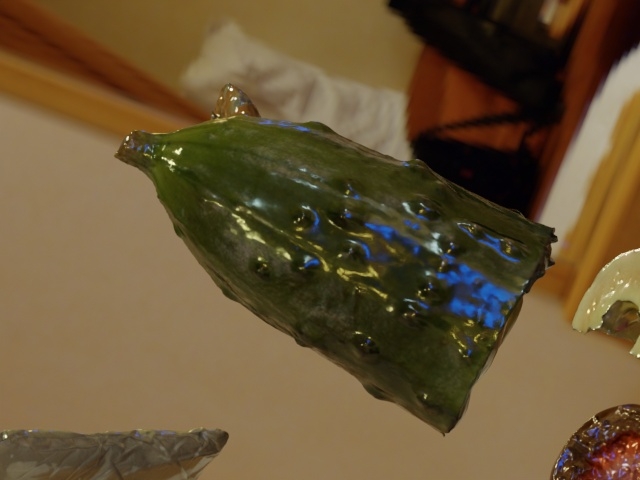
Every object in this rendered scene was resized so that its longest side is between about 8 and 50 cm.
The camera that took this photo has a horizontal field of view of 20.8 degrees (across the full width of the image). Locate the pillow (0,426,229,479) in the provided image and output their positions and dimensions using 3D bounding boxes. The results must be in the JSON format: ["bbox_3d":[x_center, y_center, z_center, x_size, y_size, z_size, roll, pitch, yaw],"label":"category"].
[{"bbox_3d":[-0.263,0.278,1.755,0.280,0.274,0.076,-56,49,32],"label":"pillow"}]

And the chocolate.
[{"bbox_3d":[0.282,0.223,1.664,0.127,0.133,0.124,86,176,-49],"label":"chocolate"}]

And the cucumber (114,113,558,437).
[{"bbox_3d":[0.000,-0.001,0.960,0.134,0.244,0.134,-62,-2,-3],"label":"cucumber"}]

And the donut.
[{"bbox_3d":[0.300,0.062,1.553,0.108,0.065,0.166,-66,27,6],"label":"donut"}]

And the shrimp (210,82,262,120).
[{"bbox_3d":[-0.061,-0.062,1.232,0.184,0.043,0.091,171,87,-74],"label":"shrimp"}]
